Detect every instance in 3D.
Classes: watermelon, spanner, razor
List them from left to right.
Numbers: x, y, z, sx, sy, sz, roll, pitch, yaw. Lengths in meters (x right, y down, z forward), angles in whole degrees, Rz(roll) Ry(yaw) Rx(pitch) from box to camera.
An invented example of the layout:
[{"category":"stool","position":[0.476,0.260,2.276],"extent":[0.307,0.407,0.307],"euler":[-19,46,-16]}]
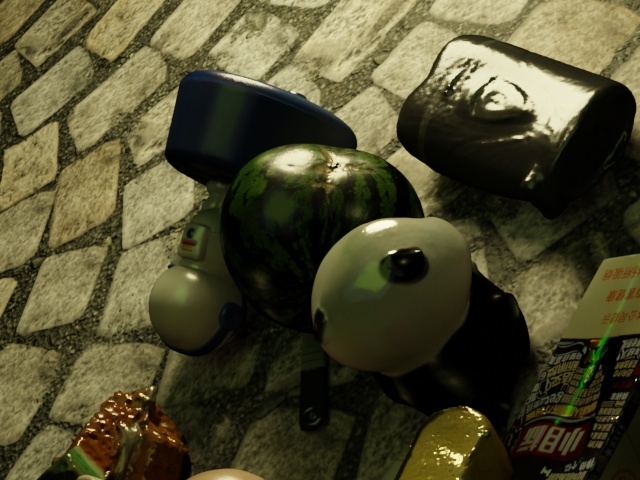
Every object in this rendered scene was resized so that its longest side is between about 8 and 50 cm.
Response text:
[{"category":"spanner","position":[-0.006,0.126,2.076],"extent":[0.087,0.024,0.316],"euler":[-22,41,20]},{"category":"watermelon","position":[0.000,-0.003,1.993],"extent":[0.269,0.269,0.269],"euler":[-26,40,24]},{"category":"razor","position":[0.252,-0.154,2.018],"extent":[0.204,0.113,0.349],"euler":[-51,38,-7]}]

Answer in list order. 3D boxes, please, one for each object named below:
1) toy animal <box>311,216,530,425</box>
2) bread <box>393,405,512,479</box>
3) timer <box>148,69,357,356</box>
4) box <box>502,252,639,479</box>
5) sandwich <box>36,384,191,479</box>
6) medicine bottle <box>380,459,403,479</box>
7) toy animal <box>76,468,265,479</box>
[{"category":"toy animal","position":[0.107,0.081,1.809],"extent":[0.212,0.267,0.212],"euler":[-31,35,25]},{"category":"bread","position":[0.112,0.284,1.564],"extent":[0.102,0.094,0.245],"euler":[2,47,34]},{"category":"timer","position":[-0.132,-0.021,2.191],"extent":[0.270,0.270,0.384],"euler":[12,79,49]},{"category":"box","position":[0.316,0.155,1.632],"extent":[0.310,0.084,0.198],"euler":[-58,18,-18]},{"category":"sandwich","position":[-0.292,0.322,2.044],"extent":[0.250,0.162,0.301],"euler":[2,59,40]},{"category":"medicine bottle","position":[0.061,0.365,1.675],"extent":[0.139,0.139,0.237],"euler":[20,72,51]},{"category":"toy animal","position":[-0.158,0.381,1.769],"extent":[0.326,0.237,0.269],"euler":[-51,28,18]}]
